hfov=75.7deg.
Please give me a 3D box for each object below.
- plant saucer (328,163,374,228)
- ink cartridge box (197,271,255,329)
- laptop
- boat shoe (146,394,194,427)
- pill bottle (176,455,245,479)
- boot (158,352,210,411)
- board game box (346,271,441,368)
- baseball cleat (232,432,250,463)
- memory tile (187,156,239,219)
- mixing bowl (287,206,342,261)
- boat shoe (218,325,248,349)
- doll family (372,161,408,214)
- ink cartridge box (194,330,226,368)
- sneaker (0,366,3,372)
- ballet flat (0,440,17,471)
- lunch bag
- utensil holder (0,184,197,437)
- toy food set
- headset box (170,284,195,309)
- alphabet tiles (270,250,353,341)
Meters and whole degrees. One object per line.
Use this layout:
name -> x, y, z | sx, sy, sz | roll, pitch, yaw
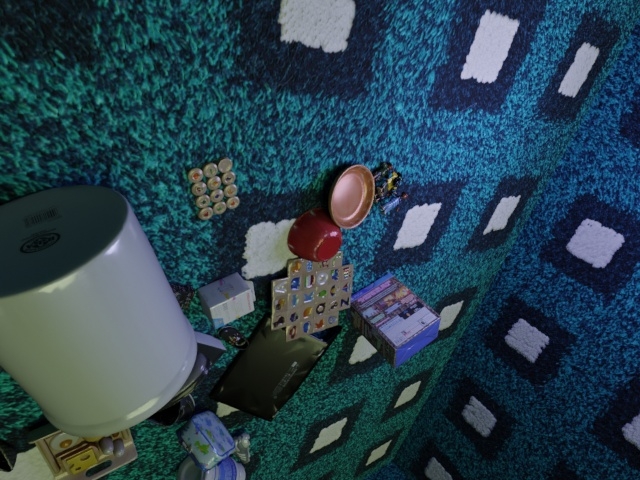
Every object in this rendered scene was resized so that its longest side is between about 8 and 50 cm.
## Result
plant saucer -> 0.090, -0.134, 1.255 | 0.200, 0.037, 0.199 | -22, 122, -40
ink cartridge box -> -0.261, 0.166, 1.177 | 0.143, 0.090, 0.092 | -24, 135, -28
laptop -> -0.147, 0.457, 1.578 | 0.408, 0.236, 0.381 | 31, 100, -21
boat shoe -> -0.473, 0.504, 1.246 | 0.127, 0.113, 0.340 | -36, 139, -16
pill bottle -> -0.416, 0.924, 1.615 | 0.152, 0.152, 0.272 | -46, 140, -2
boot -> -0.469, 0.324, 1.026 | 0.338, 0.118, 0.222 | -27, 111, -13
board game box -> 0.279, 0.305, 1.617 | 0.232, 0.291, 0.141 | -28, 138, -21
baseball cleat -> -0.344, 0.866, 1.712 | 0.110, 0.072, 0.205 | -6, 125, -19
memory tile -> -0.256, -0.124, 1.003 | 0.113, 0.012, 0.148 | -26, 136, -24
mixing bowl -> 0.000, 0.000, 1.269 | 0.182, 0.098, 0.181 | -24, 136, -26
boat shoe -> -0.277, 0.314, 1.324 | 0.049, 0.042, 0.133 | -43, 139, -2
doll family -> 0.229, -0.172, 1.358 | 0.111, 0.076, 0.193 | -38, 145, -18
ink cartridge box -> -0.438, 0.322, 1.170 | 0.165, 0.065, 0.333 | -49, 140, 3
sneaker -> -0.740, 0.204, 0.744 | 0.236, 0.130, 0.322 | -40, 146, -16
ballet flat -> -0.809, 0.518, 1.006 | 0.057, 0.049, 0.173 | -36, 139, -15
lunch bag -> -0.378, 0.672, 1.384 | 0.090, 0.176, 0.219 | -42, 166, -8
utensil holder -> -0.453, 0.134, 0.797 | 0.328, 0.328, 0.385 | -27, 135, -23
toy food set -> -0.656, 0.587, 1.168 | 0.220, 0.092, 0.306 | -18, 132, -31
headset box -> -0.386, 0.152, 1.098 | 0.083, 0.032, 0.062 | 6, 117, -44
alphabet tiles -> -0.021, 0.185, 1.403 | 0.343, 0.011, 0.284 | -9, 109, -38
